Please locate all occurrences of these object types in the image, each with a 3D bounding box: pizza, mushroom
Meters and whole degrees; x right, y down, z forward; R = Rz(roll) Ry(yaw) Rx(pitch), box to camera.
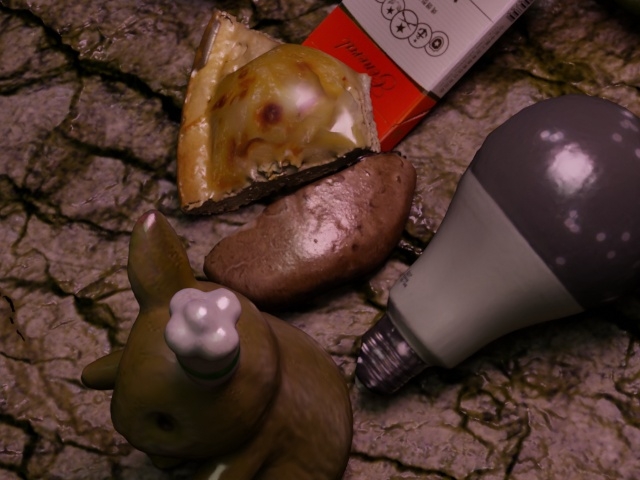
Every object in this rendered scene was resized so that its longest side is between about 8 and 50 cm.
[{"bbox_3d":[-0.052,-0.137,1.762,0.188,0.080,0.204,-14,63,17],"label":"pizza"},{"bbox_3d":[0.001,-0.001,1.707,0.210,0.072,0.094,-24,69,-5],"label":"mushroom"}]

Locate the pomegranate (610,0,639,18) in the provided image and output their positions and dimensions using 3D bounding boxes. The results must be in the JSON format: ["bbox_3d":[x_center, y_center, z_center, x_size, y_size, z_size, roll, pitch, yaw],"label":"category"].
[{"bbox_3d":[0.298,-0.313,1.736,0.211,0.263,0.211,-24,50,32],"label":"pomegranate"}]

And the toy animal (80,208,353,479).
[{"bbox_3d":[-0.097,0.117,1.509,0.180,0.363,0.181,-42,59,2],"label":"toy animal"}]

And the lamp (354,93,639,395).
[{"bbox_3d":[0.158,0.005,1.651,0.314,0.182,0.182,-37,58,22],"label":"lamp"}]

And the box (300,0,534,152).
[{"bbox_3d":[0.098,-0.210,1.777,0.245,0.035,0.139,-47,62,10],"label":"box"}]
